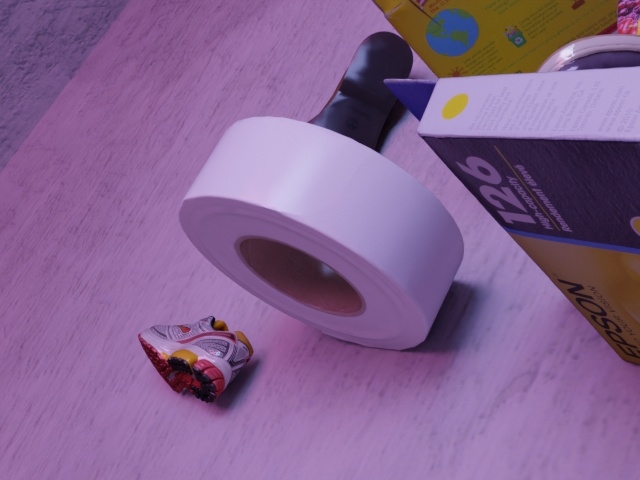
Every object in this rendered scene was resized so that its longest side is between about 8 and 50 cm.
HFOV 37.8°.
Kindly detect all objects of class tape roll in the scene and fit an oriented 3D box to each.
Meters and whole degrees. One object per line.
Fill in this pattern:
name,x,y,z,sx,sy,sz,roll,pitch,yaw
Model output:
tape roll,0.000,0.000,0.962,0.286,0.286,0.100,-2,54,51

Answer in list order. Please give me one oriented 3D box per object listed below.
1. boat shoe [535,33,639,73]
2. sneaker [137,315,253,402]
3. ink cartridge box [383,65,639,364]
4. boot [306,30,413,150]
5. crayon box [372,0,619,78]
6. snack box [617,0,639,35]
boat shoe,0.280,-0.059,0.684,0.103,0.285,0.092,-48,32,37
sneaker,-0.161,0.146,1.212,0.093,0.088,0.225,-38,25,-26
ink cartridge box,0.212,0.001,0.670,0.307,0.303,0.072,8,61,56
boot,0.026,-0.141,1.302,0.305,0.112,0.115,-56,1,-5
crayon box,0.203,-0.224,0.920,0.202,0.318,0.081,-33,34,24
snack box,0.380,-0.164,0.770,0.207,0.174,0.070,-19,44,38
